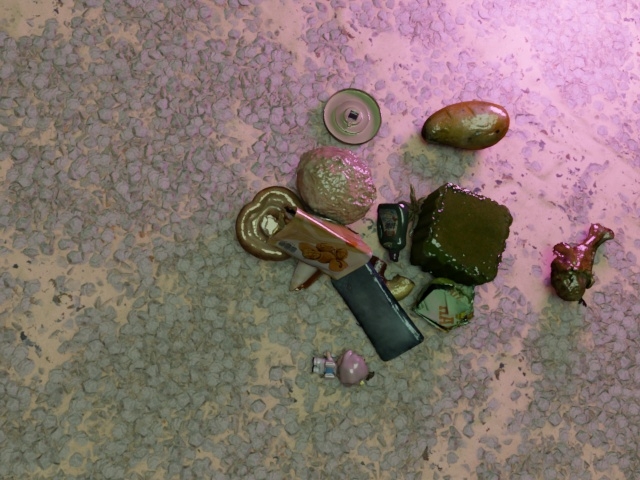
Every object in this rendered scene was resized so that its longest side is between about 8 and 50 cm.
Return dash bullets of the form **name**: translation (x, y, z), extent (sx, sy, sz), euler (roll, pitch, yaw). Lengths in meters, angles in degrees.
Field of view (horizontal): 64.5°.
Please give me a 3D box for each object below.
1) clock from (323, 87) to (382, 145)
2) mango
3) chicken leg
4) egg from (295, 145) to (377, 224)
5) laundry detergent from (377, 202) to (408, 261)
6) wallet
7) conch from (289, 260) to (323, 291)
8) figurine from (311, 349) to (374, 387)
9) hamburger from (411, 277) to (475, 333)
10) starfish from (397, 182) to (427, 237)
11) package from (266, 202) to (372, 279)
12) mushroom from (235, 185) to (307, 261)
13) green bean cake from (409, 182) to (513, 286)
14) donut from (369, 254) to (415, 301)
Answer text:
- **clock**: translation (0.128, -0.489, 2.002), extent (0.235, 0.029, 0.234), euler (1, 82, -6)
- **mango**: translation (0.566, -0.448, 1.985), extent (0.330, 0.175, 0.176), euler (4, 50, 14)
- **chicken leg**: translation (0.992, 0.067, 1.970), extent (0.212, 0.140, 0.360), euler (37, 69, -21)
- **egg**: translation (0.051, -0.201, 1.841), extent (0.311, 0.279, 0.279), euler (34, 80, -8)
- **laundry detergent**: translation (0.268, -0.030, 1.907), extent (0.078, 0.144, 0.221), euler (-3, 96, -39)
- **wallet**: translation (0.201, 0.251, 1.851), extent (0.191, 0.046, 0.378), euler (-36, 88, 31)
- **conch**: translation (-0.047, 0.117, 1.870), extent (0.094, 0.104, 0.176), euler (17, 84, 26)
- **figurine**: translation (0.082, 0.460, 1.831), extent (0.229, 0.112, 0.137), euler (5, 87, 5)
- **hamburger**: translation (0.474, 0.222, 1.864), extent (0.214, 0.125, 0.235), euler (27, 117, -5)
- **starfish**: translation (0.334, -0.116, 1.911), extent (0.053, 0.176, 0.208), euler (2, 119, -26)
- **package**: translation (0.004, -0.025, 1.756), extent (0.311, 0.221, 0.164), euler (27, 55, -20)
- **mushroom**: translation (-0.176, -0.059, 1.850), extent (0.279, 0.146, 0.277), euler (0, 88, -2)
- **green bean cake**: translation (0.519, -0.013, 1.898), extent (0.335, 0.218, 0.318), euler (27, 73, -8)
- **donut**: translation (0.247, 0.155, 1.898), extent (0.217, 0.085, 0.141), euler (31, 80, -3)
